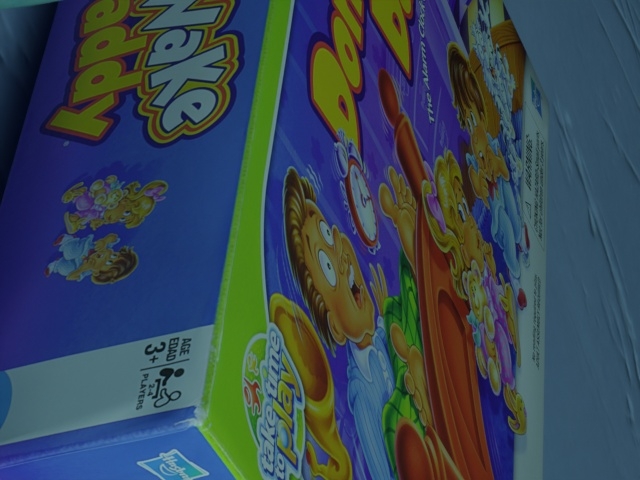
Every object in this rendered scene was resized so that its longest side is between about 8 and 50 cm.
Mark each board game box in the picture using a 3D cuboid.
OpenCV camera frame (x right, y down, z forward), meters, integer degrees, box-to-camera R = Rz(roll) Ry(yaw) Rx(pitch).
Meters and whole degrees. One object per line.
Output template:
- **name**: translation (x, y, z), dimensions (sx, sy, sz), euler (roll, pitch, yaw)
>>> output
- **board game box**: translation (0.000, 0.000, 0.649), dimensions (0.347, 0.078, 0.233), euler (-83, 152, -43)

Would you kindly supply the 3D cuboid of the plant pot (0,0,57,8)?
- **plant pot**: translation (-0.087, -0.188, 0.376), dimensions (0.255, 0.271, 0.271), euler (72, 23, -55)
